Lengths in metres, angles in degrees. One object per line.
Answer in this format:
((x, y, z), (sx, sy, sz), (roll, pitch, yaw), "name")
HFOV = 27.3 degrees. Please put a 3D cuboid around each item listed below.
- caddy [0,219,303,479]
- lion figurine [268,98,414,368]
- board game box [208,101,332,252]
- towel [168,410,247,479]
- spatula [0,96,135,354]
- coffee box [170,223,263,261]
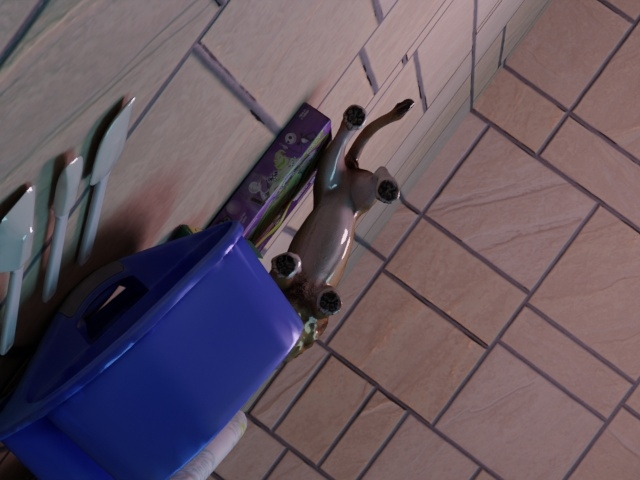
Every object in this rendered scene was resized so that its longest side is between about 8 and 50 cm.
((-0.181, 0.110, 1.311), (0.241, 0.179, 0.341), (-26, -165, 45), "caddy")
((0.000, 0.000, 1.744), (0.392, 0.142, 0.240), (-56, -179, -15), "lion figurine")
((-0.103, -0.011, 1.740), (0.347, 0.056, 0.208), (-52, 177, -7), "board game box")
((-0.271, 0.307, 1.585), (0.320, 0.090, 0.374), (-31, -177, 16), "towel")
((-0.225, -0.003, 1.110), (0.168, 0.019, 0.242), (-55, 176, -36), "spatula")
((-0.161, 0.071, 1.565), (0.113, 0.040, 0.184), (17, 114, -45), "coffee box")
